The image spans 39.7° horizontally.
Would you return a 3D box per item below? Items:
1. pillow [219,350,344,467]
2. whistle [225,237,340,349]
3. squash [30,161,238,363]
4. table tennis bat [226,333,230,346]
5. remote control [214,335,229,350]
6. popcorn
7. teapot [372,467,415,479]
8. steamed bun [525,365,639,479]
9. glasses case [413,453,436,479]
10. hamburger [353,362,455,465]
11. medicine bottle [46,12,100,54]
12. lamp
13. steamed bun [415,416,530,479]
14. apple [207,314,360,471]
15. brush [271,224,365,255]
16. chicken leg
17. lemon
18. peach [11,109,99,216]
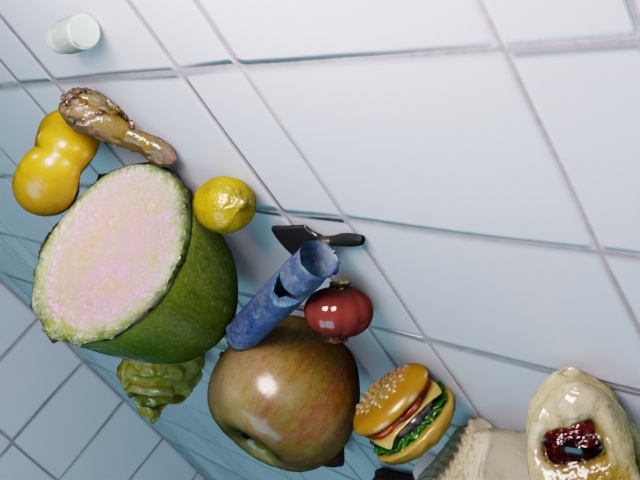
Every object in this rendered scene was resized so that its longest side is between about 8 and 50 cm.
[{"bbox_3d":[-0.078,0.368,1.887,0.308,0.108,0.305,34,161,14],"label":"pillow"},{"bbox_3d":[-0.063,0.088,1.302,0.062,0.062,0.304,40,143,-3],"label":"whistle"},{"bbox_3d":[-0.241,0.082,1.415,0.310,0.310,0.309,17,162,40],"label":"squash"},{"bbox_3d":[-0.144,0.140,1.696,0.170,0.119,0.107,25,137,-27],"label":"table tennis bat"},{"bbox_3d":[-0.200,0.204,1.845,0.073,0.044,0.229,19,168,-16],"label":"remote control"},{"bbox_3d":[-0.376,0.308,2.068,0.181,0.217,0.235,33,167,3],"label":"popcorn"},{"bbox_3d":[0.212,0.634,1.858,0.312,0.233,0.315,2,108,61],"label":"teapot"},{"bbox_3d":[0.309,0.231,1.050,0.140,0.172,0.155,-11,99,18],"label":"steamed bun"},{"bbox_3d":[0.243,0.443,1.618,0.164,0.063,0.041,18,150,37],"label":"glasses case"},{"bbox_3d":[0.127,0.263,1.353,0.115,0.162,0.162,48,155,-7],"label":"hamburger"},{"bbox_3d":[-0.327,-0.270,1.167,0.083,0.047,0.047,4,139,53],"label":"medicine bottle"},{"bbox_3d":[0.026,0.103,1.280,0.101,0.090,0.101,2,-177,0],"label":"lamp"},{"bbox_3d":[0.260,0.411,1.322,0.206,0.275,0.320,27,-167,-3],"label":"steamed bun"},{"bbox_3d":[-0.051,0.251,1.482,0.256,0.234,0.257,31,152,18],"label":"apple"},{"bbox_3d":[0.000,0.000,1.227,0.063,0.016,0.193,50,154,-25],"label":"brush"},{"bbox_3d":[-0.300,-0.161,1.306,0.198,0.069,0.085,29,157,3],"label":"chicken leg"},{"bbox_3d":[-0.133,-0.050,1.245,0.110,0.082,0.082,6,141,50],"label":"lemon"},{"bbox_3d":[-0.418,-0.123,1.406,0.103,0.179,0.179,24,161,-18],"label":"peach"}]
